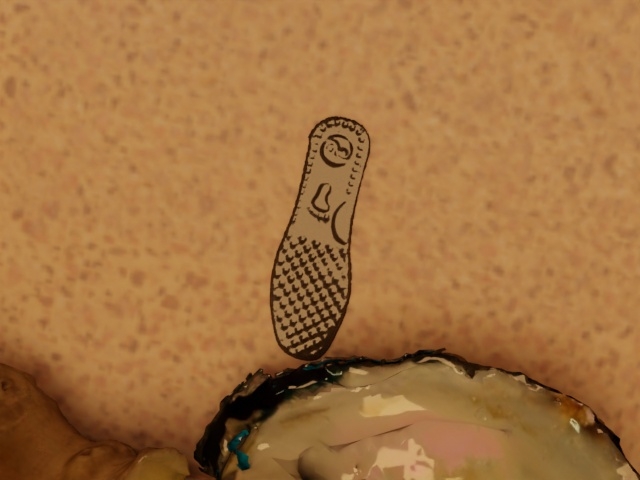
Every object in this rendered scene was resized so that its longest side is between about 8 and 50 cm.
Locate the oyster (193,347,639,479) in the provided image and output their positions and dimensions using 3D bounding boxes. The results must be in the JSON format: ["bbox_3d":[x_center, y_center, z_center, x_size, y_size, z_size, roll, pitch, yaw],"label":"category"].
[{"bbox_3d":[0.047,0.154,0.725,0.260,0.092,0.198,14,89,11],"label":"oyster"}]

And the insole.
[{"bbox_3d":[0.000,0.000,0.761,0.045,0.002,0.135,14,102,5],"label":"insole"}]

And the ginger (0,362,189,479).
[{"bbox_3d":[-0.147,0.175,0.760,0.219,0.123,0.270,-33,76,27],"label":"ginger"}]
